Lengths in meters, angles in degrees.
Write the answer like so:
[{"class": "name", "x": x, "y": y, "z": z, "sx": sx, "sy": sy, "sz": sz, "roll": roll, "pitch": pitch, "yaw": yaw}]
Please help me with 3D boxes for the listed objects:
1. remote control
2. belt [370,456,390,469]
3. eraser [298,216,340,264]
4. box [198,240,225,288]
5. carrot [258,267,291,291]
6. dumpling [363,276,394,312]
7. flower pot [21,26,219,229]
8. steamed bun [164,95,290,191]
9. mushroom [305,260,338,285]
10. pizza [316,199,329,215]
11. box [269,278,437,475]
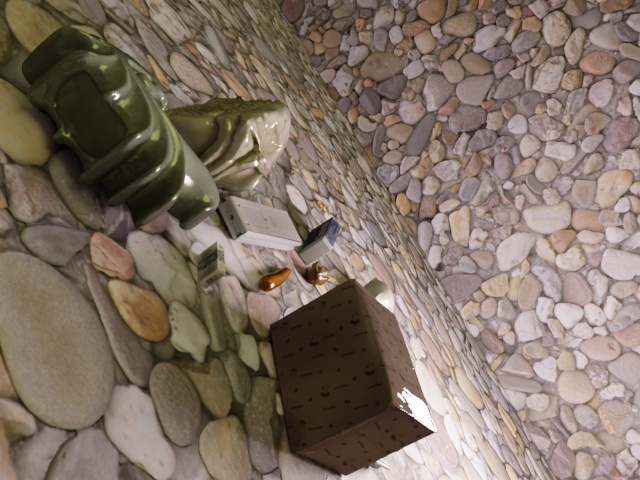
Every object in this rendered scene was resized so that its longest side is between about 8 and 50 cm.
[{"class": "remote control", "x": -0.146, "y": -0.036, "z": 1.477, "sx": 0.103, "sy": 0.055, "sz": 0.277, "roll": 62, "pitch": 20, "yaw": 18}, {"class": "belt", "x": 0.104, "y": 0.374, "z": 1.357, "sx": 0.072, "sy": 0.087, "sz": 0.302, "roll": 45, "pitch": 21, "yaw": -42}, {"class": "eraser", "x": 0.000, "y": 0.000, "z": 1.738, "sx": 0.046, "sy": 0.092, "sz": 0.212, "roll": 54, "pitch": 19, "yaw": -11}, {"class": "box", "x": -0.213, "y": 0.047, "z": 1.157, "sx": 0.024, "sy": 0.054, "sz": 0.083, "roll": 40, "pitch": 24, "yaw": -35}, {"class": "carrot", "x": -0.103, "y": 0.091, "z": 1.410, "sx": 0.037, "sy": 0.037, "sz": 0.190, "roll": 57, "pitch": 14, "yaw": 3}, {"class": "dumpling", "x": 0.160, "y": 0.204, "z": 1.790, "sx": 0.229, "sy": 0.124, "sz": 0.151, "roll": -40, "pitch": 133, "yaw": -67}, {"class": "flower pot", "x": -0.341, "y": -0.187, "z": 1.059, "sx": 0.367, "sy": 0.164, "sz": 0.254, "roll": 57, "pitch": 12, "yaw": 6}, {"class": "steamed bun", "x": -0.215, "y": -0.206, "z": 1.350, "sx": 0.280, "sy": 0.268, "sz": 0.207, "roll": -43, "pitch": 134, "yaw": -58}, {"class": "mushroom", "x": 0.012, "y": 0.098, "z": 1.658, "sx": 0.060, "sy": 0.061, "sz": 0.187, "roll": 56, "pitch": 13, "yaw": 17}, {"class": "pizza", "x": 0.011, "y": -0.118, "z": 2.087, "sx": 0.083, "sy": 0.016, "sz": 0.037, "roll": 44, "pitch": 28, "yaw": -38}, {"class": "box", "x": 0.059, "y": 0.273, "z": 1.194, "sx": 0.190, "sy": 0.225, "sz": 0.297, "roll": 42, "pitch": 23, "yaw": -43}]
